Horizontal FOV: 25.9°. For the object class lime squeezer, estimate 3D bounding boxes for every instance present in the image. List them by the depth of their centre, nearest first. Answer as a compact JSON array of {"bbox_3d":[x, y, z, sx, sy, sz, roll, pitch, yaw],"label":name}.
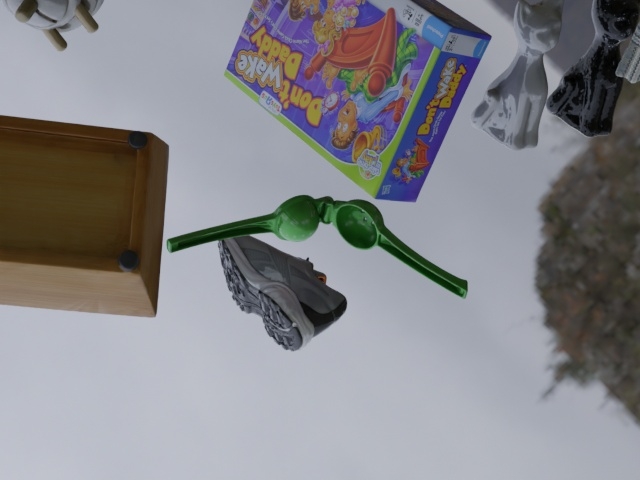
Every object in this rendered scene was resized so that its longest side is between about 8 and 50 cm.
[{"bbox_3d":[0.000,0.000,1.460,0.310,0.059,0.110,9,-123,-1],"label":"lime squeezer"}]

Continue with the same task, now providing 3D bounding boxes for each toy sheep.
[{"bbox_3d":[-0.203,-0.198,1.065,0.091,0.091,0.132,37,-150,-16],"label":"toy sheep"}]

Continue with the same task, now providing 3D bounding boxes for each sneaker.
[{"bbox_3d":[-0.061,0.056,1.946,0.271,0.108,0.100,42,150,45],"label":"sneaker"}]

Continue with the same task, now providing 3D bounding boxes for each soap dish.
[{"bbox_3d":[-0.327,-0.037,1.642,0.290,0.118,0.229,6,-113,-9],"label":"soap dish"}]

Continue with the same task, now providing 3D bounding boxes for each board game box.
[{"bbox_3d":[0.037,-0.235,1.788,0.078,0.233,0.347,3,-152,-43],"label":"board game box"}]

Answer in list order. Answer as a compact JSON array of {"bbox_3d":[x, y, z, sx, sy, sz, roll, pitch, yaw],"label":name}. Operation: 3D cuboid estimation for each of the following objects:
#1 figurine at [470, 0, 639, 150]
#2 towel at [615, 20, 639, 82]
[{"bbox_3d":[0.314,-0.235,1.818,0.215,0.209,0.092,-12,-137,-29],"label":"figurine"},{"bbox_3d":[0.502,-0.316,1.585,0.324,0.312,0.056,-12,-135,-43],"label":"towel"}]
